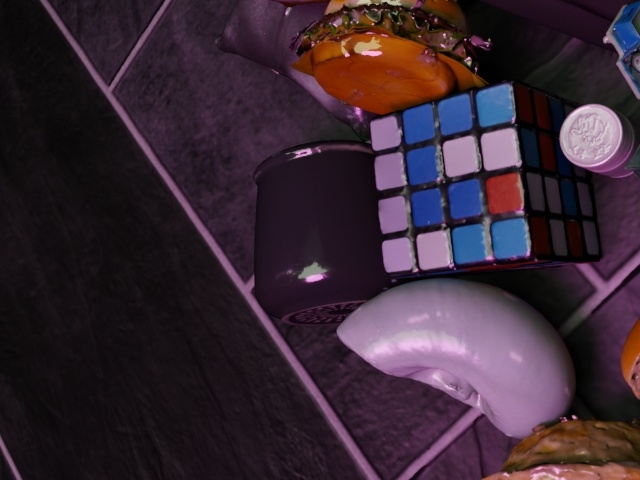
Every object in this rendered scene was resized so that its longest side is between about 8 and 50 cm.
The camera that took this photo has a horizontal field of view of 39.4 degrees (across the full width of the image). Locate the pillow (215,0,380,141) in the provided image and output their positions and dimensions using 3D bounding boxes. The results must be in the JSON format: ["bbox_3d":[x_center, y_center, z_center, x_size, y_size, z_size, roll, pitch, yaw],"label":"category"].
[{"bbox_3d":[0.008,-0.241,0.967,0.250,0.106,0.186,36,103,29],"label":"pillow"}]

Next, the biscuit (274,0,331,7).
[{"bbox_3d":[0.015,-0.380,0.901,0.331,0.103,0.332,-10,62,18],"label":"biscuit"}]

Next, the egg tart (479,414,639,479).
[{"bbox_3d":[0.226,0.214,0.755,0.212,0.212,0.090,-28,42,32],"label":"egg tart"}]

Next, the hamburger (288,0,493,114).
[{"bbox_3d":[0.062,-0.179,0.821,0.189,0.164,0.093,-7,67,52],"label":"hamburger"}]

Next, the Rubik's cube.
[{"bbox_3d":[0.153,-0.048,0.825,0.151,0.155,0.154,-9,83,38],"label":"Rubik's cube"}]

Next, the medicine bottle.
[{"bbox_3d":[0.253,-0.087,0.793,0.057,0.089,0.057,-1,87,35],"label":"medicine bottle"}]

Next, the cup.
[{"bbox_3d":[0.000,0.000,0.945,0.223,0.169,0.177,144,119,-63],"label":"cup"}]

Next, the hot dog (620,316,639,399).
[{"bbox_3d":[0.369,0.014,0.698,0.135,0.100,0.337,45,114,29],"label":"hot dog"}]

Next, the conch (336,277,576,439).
[{"bbox_3d":[0.127,0.102,0.824,0.185,0.221,0.121,120,173,-61],"label":"conch"}]

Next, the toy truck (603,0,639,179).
[{"bbox_3d":[0.270,-0.107,0.714,0.081,0.175,0.067,-4,43,54],"label":"toy truck"}]

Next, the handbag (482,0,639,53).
[{"bbox_3d":[0.225,-0.327,0.729,0.342,0.152,0.288,19,93,-9],"label":"handbag"}]
